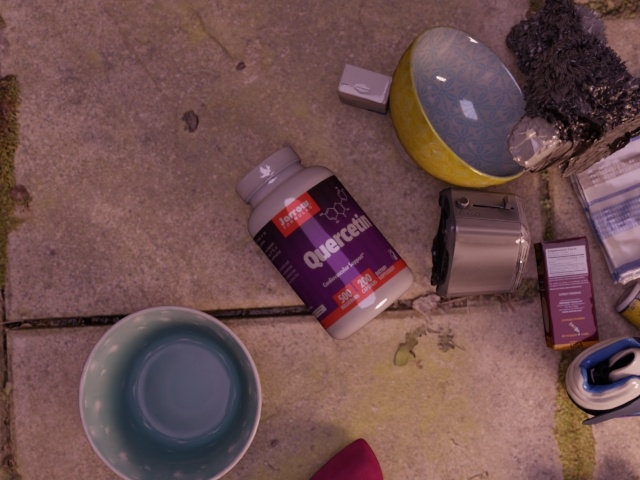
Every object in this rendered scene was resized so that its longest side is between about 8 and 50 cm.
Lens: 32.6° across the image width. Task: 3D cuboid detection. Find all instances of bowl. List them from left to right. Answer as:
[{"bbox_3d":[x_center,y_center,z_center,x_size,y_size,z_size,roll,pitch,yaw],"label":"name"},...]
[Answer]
[{"bbox_3d":[-0.247,0.265,1.904,0.311,0.163,0.311,0,89,4],"label":"bowl"},{"bbox_3d":[0.214,-0.203,1.877,0.156,0.289,0.289,-33,85,45],"label":"bowl"}]

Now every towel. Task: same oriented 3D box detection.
[{"bbox_3d":[0.555,-0.087,1.901,0.209,0.034,0.285,-22,78,7],"label":"towel"}]

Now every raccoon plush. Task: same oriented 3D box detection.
[{"bbox_3d":[0.378,-0.284,1.763,0.216,0.446,0.299,-37,75,23],"label":"raccoon plush"}]

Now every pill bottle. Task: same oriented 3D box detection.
[{"bbox_3d":[0.000,0.000,1.887,0.181,0.181,0.323,-39,86,2],"label":"pill bottle"},{"bbox_3d":[0.575,0.131,1.903,0.116,0.065,0.065,39,91,3],"label":"pill bottle"}]

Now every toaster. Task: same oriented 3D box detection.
[{"bbox_3d":[0.271,0.012,1.871,0.146,0.227,0.129,0,45,-1],"label":"toaster"}]

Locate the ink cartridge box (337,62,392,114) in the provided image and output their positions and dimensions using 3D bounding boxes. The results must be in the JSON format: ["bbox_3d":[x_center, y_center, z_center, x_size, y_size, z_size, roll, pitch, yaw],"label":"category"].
[{"bbox_3d":[0.080,-0.264,1.920,0.088,0.122,0.052,17,90,4],"label":"ink cartridge box"}]

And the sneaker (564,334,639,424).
[{"bbox_3d":[0.563,0.220,1.789,0.323,0.236,0.130,-10,71,16],"label":"sneaker"}]

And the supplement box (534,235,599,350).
[{"bbox_3d":[0.425,0.091,1.894,0.081,0.104,0.188,-7,87,4],"label":"supplement box"}]

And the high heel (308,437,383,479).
[{"bbox_3d":[-0.064,0.483,1.936,0.377,0.127,0.181,-16,58,7],"label":"high heel"}]
